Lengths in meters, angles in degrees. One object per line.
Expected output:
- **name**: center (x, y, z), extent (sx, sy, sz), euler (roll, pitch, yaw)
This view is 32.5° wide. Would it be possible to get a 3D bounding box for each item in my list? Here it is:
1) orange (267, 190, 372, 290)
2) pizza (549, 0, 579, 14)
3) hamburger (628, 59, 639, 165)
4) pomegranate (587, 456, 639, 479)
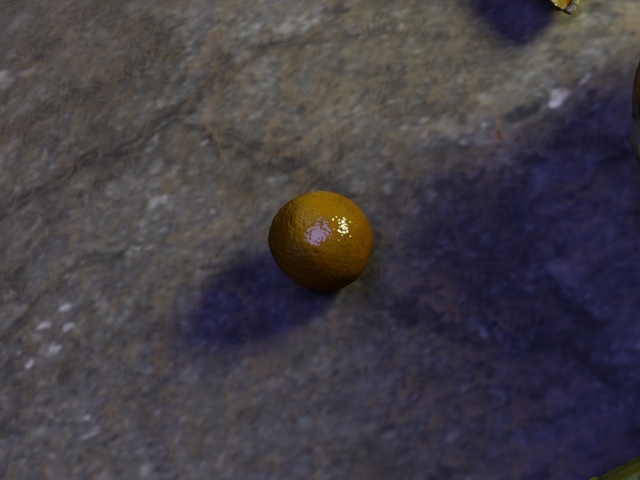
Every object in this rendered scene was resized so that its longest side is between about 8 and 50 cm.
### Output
- **orange**: center (0.000, 0.000, 0.866), extent (0.085, 0.085, 0.085), euler (-7, 68, 18)
- **pizza**: center (0.205, -0.262, 0.913), extent (0.185, 0.036, 0.176), euler (-20, 66, 11)
- **hamburger**: center (0.338, -0.110, 0.678), extent (0.318, 0.158, 0.318), euler (-3, 87, 58)
- **pomegranate**: center (0.226, 0.213, 0.629), extent (0.241, 0.190, 0.159), euler (-39, 86, 38)
